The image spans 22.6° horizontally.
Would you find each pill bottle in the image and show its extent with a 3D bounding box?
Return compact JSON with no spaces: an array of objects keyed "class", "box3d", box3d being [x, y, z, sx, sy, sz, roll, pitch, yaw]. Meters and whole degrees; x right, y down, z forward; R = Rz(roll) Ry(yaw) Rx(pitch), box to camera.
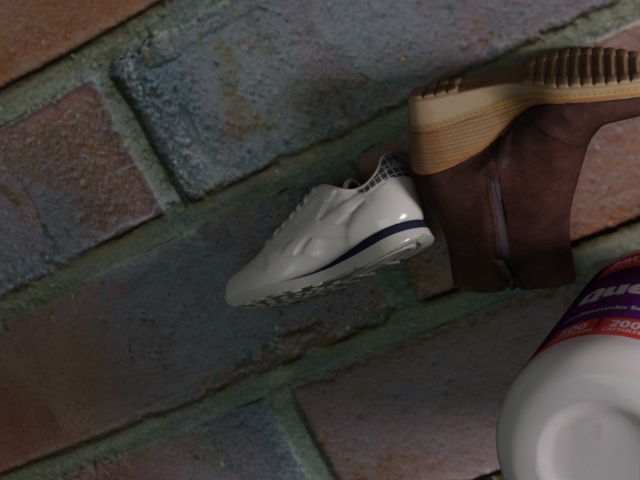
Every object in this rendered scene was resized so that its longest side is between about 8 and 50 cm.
[{"class":"pill bottle","box3d":[0.271,0.115,1.313,0.181,0.323,0.182,8,111,21]}]

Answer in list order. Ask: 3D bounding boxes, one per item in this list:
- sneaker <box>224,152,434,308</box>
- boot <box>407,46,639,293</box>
[{"class":"sneaker","box3d":[0.000,0.000,1.545,0.235,0.090,0.095,-25,79,28]},{"class":"boot","box3d":[0.208,-0.058,1.436,0.248,0.090,0.207,-7,117,25]}]
